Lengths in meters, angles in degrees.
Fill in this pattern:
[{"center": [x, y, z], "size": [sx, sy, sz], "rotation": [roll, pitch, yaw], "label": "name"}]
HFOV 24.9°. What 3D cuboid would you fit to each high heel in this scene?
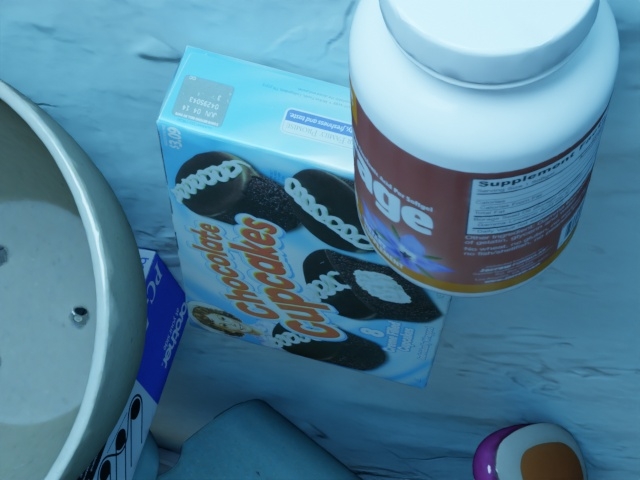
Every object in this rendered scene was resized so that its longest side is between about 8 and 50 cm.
[{"center": [0.166, 0.256, 1.302], "size": [0.181, 0.127, 0.377], "rotation": [-9, 150, 26], "label": "high heel"}]

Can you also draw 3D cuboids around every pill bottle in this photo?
[{"center": [0.074, -0.067, 0.681], "size": [0.121, 0.121, 0.216], "rotation": [13, 155, 9], "label": "pill bottle"}]

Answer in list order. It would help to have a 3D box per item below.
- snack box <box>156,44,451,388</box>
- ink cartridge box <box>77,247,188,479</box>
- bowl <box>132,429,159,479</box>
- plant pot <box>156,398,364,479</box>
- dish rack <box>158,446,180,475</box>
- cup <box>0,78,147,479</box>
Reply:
[{"center": [0.000, 0.000, 0.951], "size": [0.187, 0.060, 0.322], "rotation": [15, 156, 6], "label": "snack box"}, {"center": [-0.164, 0.117, 1.132], "size": [0.046, 0.207, 0.097], "rotation": [8, 155, 19], "label": "ink cartridge box"}, {"center": [-0.305, 0.151, 1.231], "size": [0.311, 0.311, 0.163], "rotation": [3, 115, 29], "label": "bowl"}, {"center": [-0.026, 0.348, 1.341], "size": [0.334, 0.341, 0.341], "rotation": [42, 160, 13], "label": "plant pot"}, {"center": [-0.303, 0.264, 1.716], "size": [0.333, 0.072, 0.285], "rotation": [23, 155, -14], "label": "dish rack"}, {"center": [-0.249, 0.048, 0.972], "size": [0.331, 0.331, 0.237], "rotation": [10, 180, 15], "label": "cup"}]
